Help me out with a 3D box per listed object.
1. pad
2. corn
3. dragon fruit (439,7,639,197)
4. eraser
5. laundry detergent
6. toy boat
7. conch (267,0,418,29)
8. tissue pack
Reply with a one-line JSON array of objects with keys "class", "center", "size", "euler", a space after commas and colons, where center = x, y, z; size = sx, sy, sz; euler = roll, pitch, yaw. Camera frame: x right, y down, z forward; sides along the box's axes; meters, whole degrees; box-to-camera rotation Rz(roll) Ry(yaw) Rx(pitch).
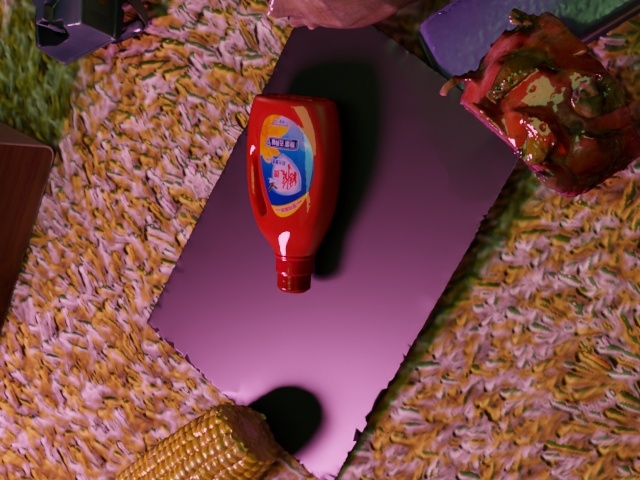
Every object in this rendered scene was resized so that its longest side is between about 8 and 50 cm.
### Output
[{"class": "pad", "center": [0.000, 0.000, 1.282], "size": [0.247, 0.007, 0.367], "euler": [40, 116, 27]}, {"class": "corn", "center": [-0.139, 0.227, 1.352], "size": [0.248, 0.081, 0.081], "euler": [-39, 70, 28]}, {"class": "dragon fruit", "center": [0.170, -0.094, 1.103], "size": [0.147, 0.096, 0.102], "euler": [45, 101, -3]}, {"class": "eraser", "center": [0.170, -0.180, 1.171], "size": [0.225, 0.036, 0.082], "euler": [-31, 74, 30]}, {"class": "laundry detergent", "center": [-0.026, -0.039, 1.263], "size": [0.097, 0.049, 0.165], "euler": [11, 103, 42]}, {"class": "toy boat", "center": [-0.213, -0.280, 1.400], "size": [0.093, 0.103, 0.246], "euler": [-16, 68, 46]}, {"class": "conch", "center": [0.054, -0.300, 1.156], "size": [0.324, 0.186, 0.263], "euler": [-7, 104, -9]}, {"class": "tissue pack", "center": [-0.391, -0.005, 1.471], "size": [0.136, 0.159, 0.246], "euler": [27, 106, 32]}]
